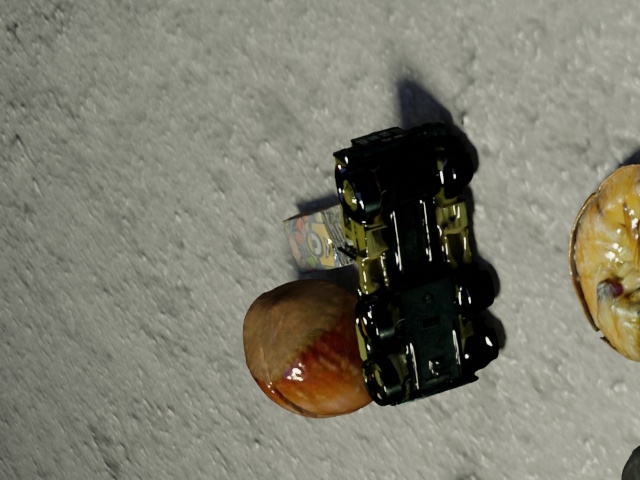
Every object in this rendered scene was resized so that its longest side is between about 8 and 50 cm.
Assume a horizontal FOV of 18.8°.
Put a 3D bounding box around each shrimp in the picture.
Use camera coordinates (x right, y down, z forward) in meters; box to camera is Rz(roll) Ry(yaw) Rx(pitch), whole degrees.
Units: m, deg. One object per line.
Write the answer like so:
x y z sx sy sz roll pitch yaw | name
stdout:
0.293 0.029 1.520 0.289 0.075 0.178 29 134 62 | shrimp

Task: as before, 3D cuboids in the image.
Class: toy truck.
0.076 0.016 1.780 0.127 0.127 0.257 -139 36 -57 | toy truck

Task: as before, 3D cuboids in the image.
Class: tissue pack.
0.000 0.000 1.958 0.083 0.035 0.063 -14 100 58 | tissue pack

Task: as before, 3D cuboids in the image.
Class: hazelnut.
-0.003 0.110 1.966 0.154 0.143 0.143 33 138 52 | hazelnut

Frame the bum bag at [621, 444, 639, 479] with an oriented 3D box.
0.279 0.288 1.600 0.137 0.074 0.310 57 162 32 | bum bag
